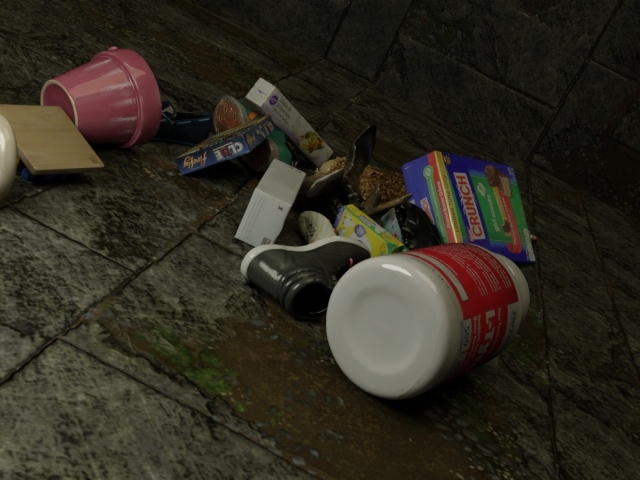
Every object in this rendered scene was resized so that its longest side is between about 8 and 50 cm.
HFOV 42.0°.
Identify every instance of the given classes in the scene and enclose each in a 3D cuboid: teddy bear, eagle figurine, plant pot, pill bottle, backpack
[{"bbox_3d":[0.147,-0.129,2.163,0.338,0.113,0.245,18,14,0],"label":"teddy bear"},{"bbox_3d":[0.054,-0.131,1.920,0.226,0.225,0.298,-3,41,-14],"label":"eagle figurine"},{"bbox_3d":[-0.452,-0.276,1.686,0.201,0.201,0.180,38,39,27],"label":"plant pot"},{"bbox_3d":[0.208,0.122,1.446,0.229,0.229,0.407,37,24,26],"label":"pill bottle"},{"bbox_3d":[0.196,-0.006,1.875,0.152,0.115,0.182,24,32,-35],"label":"backpack"}]

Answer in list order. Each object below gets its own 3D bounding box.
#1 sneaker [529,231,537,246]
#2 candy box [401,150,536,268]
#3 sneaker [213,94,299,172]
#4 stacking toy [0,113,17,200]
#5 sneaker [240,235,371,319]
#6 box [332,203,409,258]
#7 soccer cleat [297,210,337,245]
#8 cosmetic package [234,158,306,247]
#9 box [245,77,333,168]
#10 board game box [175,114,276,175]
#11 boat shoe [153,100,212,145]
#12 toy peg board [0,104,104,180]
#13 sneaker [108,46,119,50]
[{"bbox_3d":[0.544,-0.023,2.370,0.145,0.090,0.270,32,25,11],"label":"sneaker"},{"bbox_3d":[0.365,-0.062,2.034,0.317,0.122,0.268,4,69,-41],"label":"candy box"},{"bbox_3d":[-0.162,-0.255,2.082,0.121,0.108,0.302,12,30,-45],"label":"sneaker"},{"bbox_3d":[-0.628,-0.128,1.221,0.330,0.141,0.141,-2,34,-41],"label":"stacking toy"},{"bbox_3d":[0.009,0.074,1.517,0.295,0.105,0.147,-4,38,-43],"label":"sneaker"},{"bbox_3d":[0.098,0.017,1.734,0.179,0.105,0.043,38,32,27],"label":"box"},{"bbox_3d":[0.000,0.000,1.720,0.076,0.068,0.196,2,34,-41],"label":"soccer cleat"},{"bbox_3d":[-0.100,-0.076,1.709,0.085,0.117,0.231,25,20,-2],"label":"cosmetic package"},{"bbox_3d":[-0.073,-0.292,2.126,0.067,0.063,0.324,35,-4,38],"label":"box"},{"bbox_3d":[-0.207,-0.216,1.867,0.243,0.165,0.042,-59,129,-68],"label":"board game box"},{"bbox_3d":[-0.366,-0.286,1.922,0.258,0.089,0.109,0,33,-49],"label":"boat shoe"},{"bbox_3d":[-0.511,-0.162,1.517,0.161,0.079,0.161,51,29,16],"label":"toy peg board"},{"bbox_3d":[-0.529,-0.480,2.260,0.119,0.047,0.057,21,36,-2],"label":"sneaker"}]
